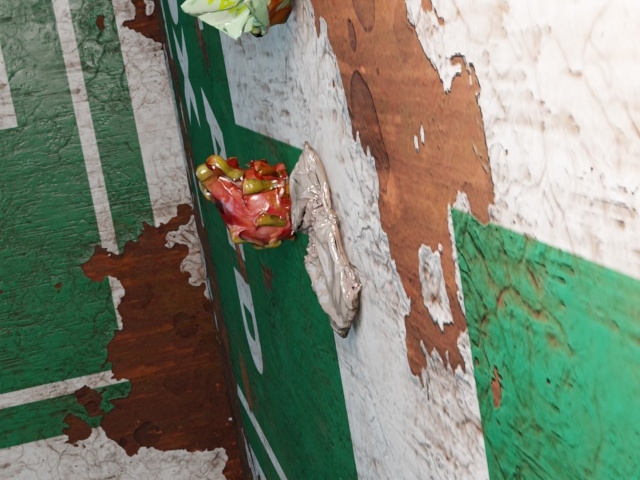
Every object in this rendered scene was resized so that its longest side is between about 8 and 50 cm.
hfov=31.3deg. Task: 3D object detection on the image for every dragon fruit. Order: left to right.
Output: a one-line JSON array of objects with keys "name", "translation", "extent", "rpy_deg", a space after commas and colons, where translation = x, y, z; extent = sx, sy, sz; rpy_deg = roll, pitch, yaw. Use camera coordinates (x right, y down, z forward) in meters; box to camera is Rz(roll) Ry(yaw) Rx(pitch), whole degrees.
[{"name": "dragon fruit", "translation": [-0.112, -0.069, 1.810], "extent": [0.150, 0.207, 0.133], "rpy_deg": [-59, 31, 0]}]

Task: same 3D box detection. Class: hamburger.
[{"name": "hamburger", "translation": [-0.120, -0.385, 1.457], "extent": [0.276, 0.150, 0.260], "rpy_deg": [-153, 54, -78]}]

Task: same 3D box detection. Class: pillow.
[{"name": "pillow", "translation": [0.000, 0.000, 1.514], "extent": [0.135, 0.049, 0.248], "rpy_deg": [113, 142, -64]}]
